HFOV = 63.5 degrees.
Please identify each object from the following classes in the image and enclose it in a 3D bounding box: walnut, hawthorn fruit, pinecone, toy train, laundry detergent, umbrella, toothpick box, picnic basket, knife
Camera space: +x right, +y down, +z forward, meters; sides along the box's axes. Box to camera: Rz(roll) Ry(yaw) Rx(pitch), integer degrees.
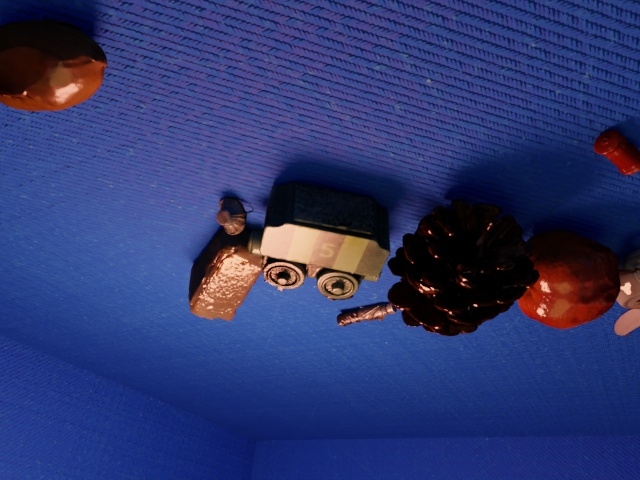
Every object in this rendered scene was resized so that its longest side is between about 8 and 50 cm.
[{"bbox_3d":[-0.431,-0.261,0.787,0.245,0.137,0.137,-5,146,19],"label":"walnut"},{"bbox_3d":[0.542,0.077,1.081,0.243,0.207,0.207,-5,146,6],"label":"hawthorn fruit"},{"bbox_3d":[0.273,0.052,1.025,0.242,0.298,0.296,43,138,11],"label":"pinecone"},{"bbox_3d":[0.000,0.000,1.101,0.299,0.167,0.238,11,137,-10],"label":"toy train"},{"bbox_3d":[0.734,0.075,1.122,0.280,0.105,0.215,2,148,11],"label":"laundry detergent"},{"bbox_3d":[0.135,0.215,1.508,0.188,0.046,0.050,-19,132,28],"label":"umbrella"},{"bbox_3d":[0.500,-0.148,0.864,0.083,0.047,0.047,26,143,-27],"label":"toothpick box"},{"bbox_3d":[-0.191,-0.054,1.131,0.065,0.083,0.083,-15,180,20],"label":"picnic basket"},{"bbox_3d":[0.848,0.193,1.346,0.081,0.043,0.336,12,150,3],"label":"knife"}]

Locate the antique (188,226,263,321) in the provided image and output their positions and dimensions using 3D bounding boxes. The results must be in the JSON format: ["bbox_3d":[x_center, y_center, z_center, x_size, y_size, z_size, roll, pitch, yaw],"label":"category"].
[{"bbox_3d":[-0.227,0.069,1.280,0.125,0.150,0.284,17,138,-24],"label":"antique"}]
